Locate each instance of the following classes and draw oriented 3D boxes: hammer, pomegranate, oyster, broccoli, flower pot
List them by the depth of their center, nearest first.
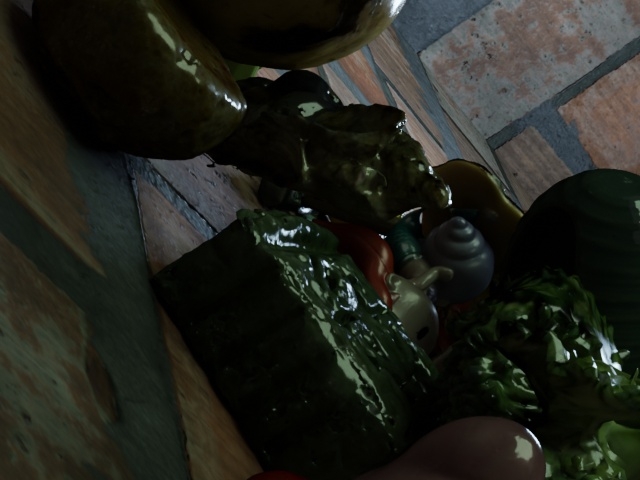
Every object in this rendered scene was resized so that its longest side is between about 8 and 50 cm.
[{"bbox_3d":[0.228,0.184,1.649,0.338,0.317,0.277,30,57,-14],"label":"broccoli"},{"bbox_3d":[0.265,0.047,1.864,0.157,0.243,0.189,-9,38,-30],"label":"flower pot"},{"bbox_3d":[-0.016,-0.103,1.901,0.361,0.221,0.096,36,-54,56],"label":"oyster"},{"bbox_3d":[-0.038,-0.316,1.905,0.322,0.322,0.322,52,12,-16],"label":"pomegranate"},{"bbox_3d":[0.110,-0.001,2.117,0.365,0.043,0.111,21,4,22],"label":"hammer"}]

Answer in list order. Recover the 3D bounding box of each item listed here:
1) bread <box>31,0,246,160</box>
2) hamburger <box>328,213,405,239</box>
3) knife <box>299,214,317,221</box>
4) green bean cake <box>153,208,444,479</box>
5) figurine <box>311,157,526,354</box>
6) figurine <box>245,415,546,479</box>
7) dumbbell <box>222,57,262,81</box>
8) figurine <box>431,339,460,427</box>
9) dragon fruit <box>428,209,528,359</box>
[{"bbox_3d":[-0.168,-0.162,1.763,0.230,0.123,0.230,50,7,-8],"label":"bread"},{"bbox_3d":[0.045,-0.062,2.342,0.189,0.093,0.164,68,0,-69],"label":"hamburger"},{"bbox_3d":[0.001,0.001,2.220,0.061,0.027,0.343,55,11,-26],"label":"knife"},{"bbox_3d":[-0.009,0.092,1.703,0.255,0.132,0.241,58,16,11],"label":"green bean cake"},{"bbox_3d":[0.069,0.051,1.943,0.257,0.181,0.208,-41,94,-34],"label":"figurine"},{"bbox_3d":[0.057,0.271,1.330,0.270,0.261,0.211,56,39,-4],"label":"figurine"},{"bbox_3d":[-0.108,-0.229,2.211,0.108,0.121,0.302,26,14,-3],"label":"dumbbell"},{"bbox_3d":[0.241,0.249,2.028,0.361,0.211,0.253,54,3,-11],"label":"figurine"},{"bbox_3d":[0.266,0.063,2.218,0.263,0.314,0.296,94,-24,-55],"label":"dragon fruit"}]
